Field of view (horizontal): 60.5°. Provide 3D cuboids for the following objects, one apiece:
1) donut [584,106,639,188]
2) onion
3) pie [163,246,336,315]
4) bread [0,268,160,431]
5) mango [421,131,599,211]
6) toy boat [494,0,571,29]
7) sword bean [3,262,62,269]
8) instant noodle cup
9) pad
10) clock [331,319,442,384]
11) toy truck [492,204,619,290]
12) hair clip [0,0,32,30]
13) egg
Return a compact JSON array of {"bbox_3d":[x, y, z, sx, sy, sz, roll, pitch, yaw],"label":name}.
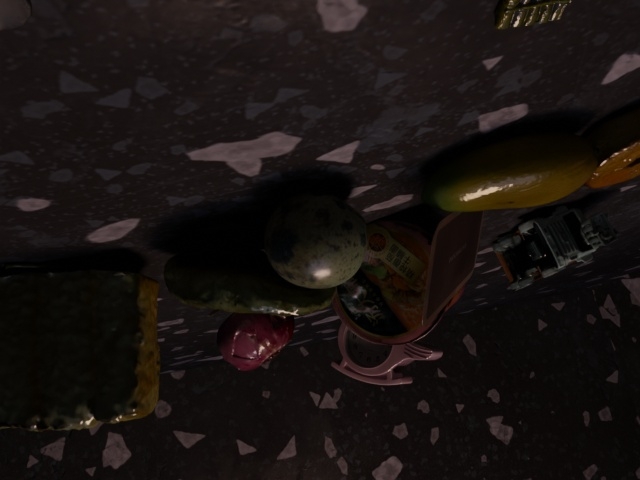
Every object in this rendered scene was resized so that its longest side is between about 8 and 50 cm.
[{"bbox_3d":[0.459,-0.142,0.812,0.162,0.065,0.178,-23,161,15],"label":"donut"},{"bbox_3d":[-0.153,0.223,1.394,0.201,0.200,0.207,-20,150,22],"label":"onion"},{"bbox_3d":[-0.110,0.060,0.878,0.277,0.078,0.277,3,-175,0],"label":"pie"},{"bbox_3d":[-0.457,0.188,0.897,0.396,0.239,0.264,-5,167,-7],"label":"bread"},{"bbox_3d":[0.266,-0.094,0.775,0.238,0.091,0.137,-11,160,-6],"label":"mango"},{"bbox_3d":[0.184,-0.212,0.433,0.063,0.016,0.115,-11,164,-3],"label":"toy boat"},{"bbox_3d":[-0.430,0.039,0.823,0.083,0.012,0.012,5,156,-45],"label":"sword bean"},{"bbox_3d":[0.177,0.074,1.094,0.244,0.243,0.255,-22,170,28],"label":"instant noodle cup"},{"bbox_3d":[0.223,0.020,0.897,0.002,0.176,0.266,16,-155,28],"label":"pad"},{"bbox_3d":[0.191,0.262,1.516,0.291,0.275,0.080,11,176,32],"label":"clock"},{"bbox_3d":[0.544,0.010,1.286,0.185,0.132,0.338,-22,168,-5],"label":"toy truck"},{"bbox_3d":[-0.198,-0.157,0.241,0.146,0.075,0.257,-4,156,-35],"label":"hair clip"},{"bbox_3d":[0.000,0.000,0.794,0.141,0.141,0.182,-21,168,28],"label":"egg"}]
